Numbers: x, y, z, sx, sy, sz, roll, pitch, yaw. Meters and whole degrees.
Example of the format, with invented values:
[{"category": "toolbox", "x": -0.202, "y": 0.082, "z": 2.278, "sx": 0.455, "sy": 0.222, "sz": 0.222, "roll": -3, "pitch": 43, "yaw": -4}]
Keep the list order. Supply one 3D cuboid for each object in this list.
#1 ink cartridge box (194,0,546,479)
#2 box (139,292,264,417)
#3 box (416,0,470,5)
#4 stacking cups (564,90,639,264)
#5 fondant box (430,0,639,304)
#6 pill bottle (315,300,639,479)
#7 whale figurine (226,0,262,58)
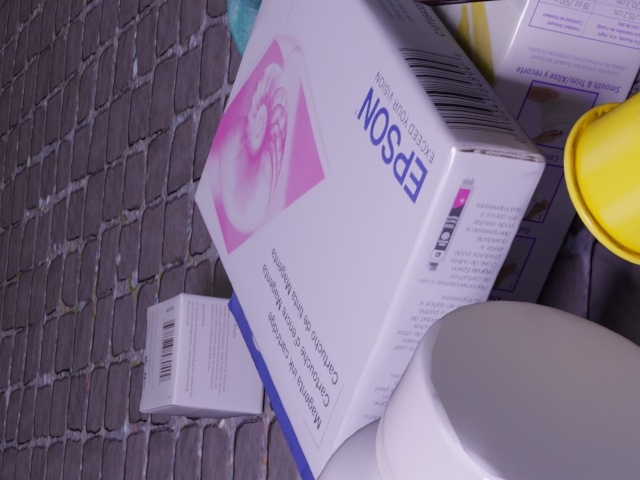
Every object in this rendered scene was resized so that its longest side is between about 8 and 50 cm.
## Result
[{"category": "ink cartridge box", "x": 0.000, "y": 0.000, "z": 1.039, "sx": 0.330, "sy": 0.071, "sz": 0.324, "roll": -69, "pitch": 28, "yaw": 27}, {"category": "box", "x": -0.105, "y": 0.106, "z": 1.456, "sx": 0.102, "sy": 0.087, "sz": 0.101, "roll": 158, "pitch": 117, "yaw": -65}, {"category": "box", "x": 0.126, "y": -0.312, "z": 0.784, "sx": 0.143, "sy": 0.191, "sz": 0.381, "roll": -32, "pitch": -61, "yaw": -80}, {"category": "stacking cups", "x": 0.243, "y": -0.081, "z": 0.733, "sx": 0.316, "sy": 0.096, "sz": 0.096, "roll": -34, "pitch": 52, "yaw": 54}, {"category": "fondant box", "x": 0.094, "y": -0.110, "z": 1.057, "sx": 0.238, "sy": 0.096, "sz": 0.330, "roll": -118, "pitch": 41, "yaw": -54}, {"category": "pill bottle", "x": 0.066, "y": 0.223, "z": 0.875, "sx": 0.204, "sy": 0.204, "sz": 0.361, "roll": -111, "pitch": 36, "yaw": -49}, {"category": "whale figurine", "x": -0.039, "y": -0.266, "z": 1.353, "sx": 0.272, "sy": 0.141, "sz": 0.216, "roll": 130, "pitch": 141, "yaw": -52}]
